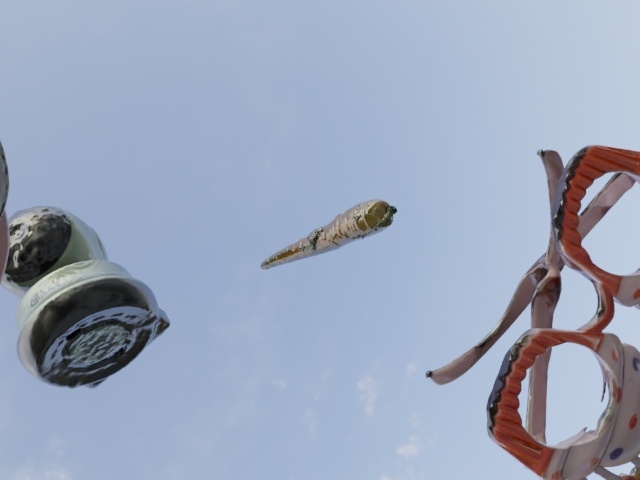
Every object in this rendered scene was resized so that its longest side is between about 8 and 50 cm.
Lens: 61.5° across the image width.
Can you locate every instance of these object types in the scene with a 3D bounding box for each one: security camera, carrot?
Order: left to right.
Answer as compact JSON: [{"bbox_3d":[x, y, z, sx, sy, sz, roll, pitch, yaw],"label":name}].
[{"bbox_3d":[-0.391,0.065,0.830,0.197,0.277,0.191,-40,-31,-6],"label":"security camera"},{"bbox_3d":[0.000,0.000,0.761,0.049,0.255,0.049,28,-130,-39],"label":"carrot"}]

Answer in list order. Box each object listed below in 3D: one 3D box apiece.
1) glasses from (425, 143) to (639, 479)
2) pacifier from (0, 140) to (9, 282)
[{"bbox_3d":[0.174,0.057,0.340,0.162,0.095,0.255,21,-90,-12],"label":"glasses"},{"bbox_3d":[-0.415,-0.030,0.412,0.332,0.273,0.220,56,-152,-38],"label":"pacifier"}]
